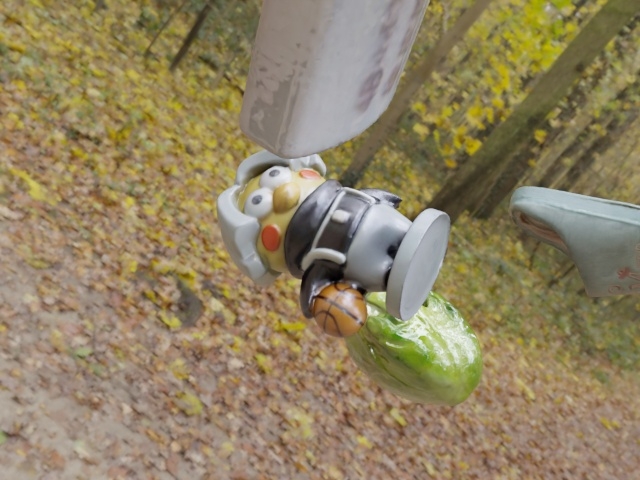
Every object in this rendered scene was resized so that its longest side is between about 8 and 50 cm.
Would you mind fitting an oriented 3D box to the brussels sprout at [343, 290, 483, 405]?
[{"bbox_3d":[0.133,0.150,1.045,0.223,0.161,0.223,34,2,-1],"label":"brussels sprout"}]

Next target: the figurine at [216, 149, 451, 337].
[{"bbox_3d":[0.000,0.000,0.774,0.236,0.176,0.133,23,-24,23],"label":"figurine"}]

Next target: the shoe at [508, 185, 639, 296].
[{"bbox_3d":[0.312,0.013,0.789,0.251,0.100,0.103,21,-5,37],"label":"shoe"}]

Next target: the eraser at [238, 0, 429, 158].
[{"bbox_3d":[0.033,-0.201,0.498,0.095,0.270,0.174,36,47,14],"label":"eraser"}]
